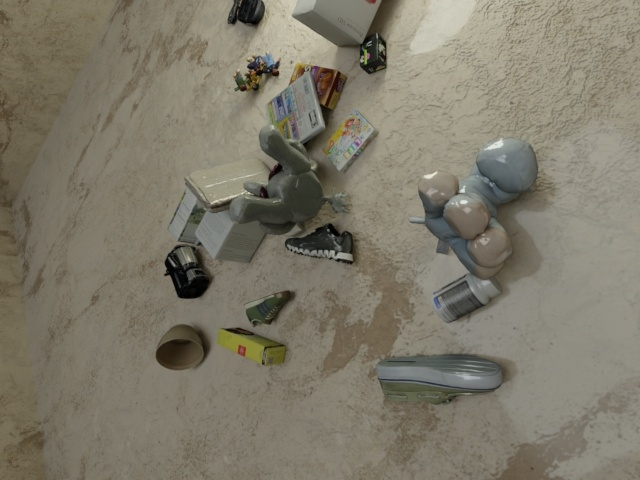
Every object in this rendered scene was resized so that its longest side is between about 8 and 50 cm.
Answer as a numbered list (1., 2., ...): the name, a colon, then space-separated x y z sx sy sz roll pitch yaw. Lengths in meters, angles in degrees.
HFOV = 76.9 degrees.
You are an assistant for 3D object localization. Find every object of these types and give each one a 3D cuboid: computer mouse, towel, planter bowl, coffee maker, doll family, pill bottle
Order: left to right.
1. planter bowl: -0.506 0.373 1.459 0.162 0.162 0.109 -52 31 20
2. coffee maker: -0.507 0.133 1.525 0.178 0.120 0.171 56 139 31
3. towel: -0.271 -0.180 1.293 0.187 0.282 0.049 46 141 32
4. computer mouse: -0.256 -0.900 1.514 0.262 0.060 0.184 33 108 48
5. doll family: -0.224 -0.591 1.430 0.193 0.076 0.111 -40 56 23
6. pill bottle: 0.322 0.120 0.893 0.137 0.078 0.078 -37 63 28

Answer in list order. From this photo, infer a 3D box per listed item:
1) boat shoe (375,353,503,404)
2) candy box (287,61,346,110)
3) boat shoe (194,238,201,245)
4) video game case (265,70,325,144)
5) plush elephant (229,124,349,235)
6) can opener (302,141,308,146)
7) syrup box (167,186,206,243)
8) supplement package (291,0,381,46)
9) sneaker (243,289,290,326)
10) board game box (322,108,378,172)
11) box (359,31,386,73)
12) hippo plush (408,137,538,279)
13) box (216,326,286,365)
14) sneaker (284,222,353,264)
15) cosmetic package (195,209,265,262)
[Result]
1. boat shoe: 0.262 0.317 0.908 0.302 0.109 0.094 -14 90 45
2. candy box: -0.018 -0.486 1.267 0.186 0.053 0.109 30 102 38
3. boat shoe: -0.423 -0.013 1.512 0.142 0.049 0.040 -37 101 33
4. video game case: -0.083 -0.385 1.247 0.193 0.023 0.213 -26 66 32
5. plush elephant: -0.108 -0.141 1.171 0.255 0.329 0.272 4 79 61
6. can opener: -0.116 -0.323 1.321 0.186 0.073 0.059 22 138 37
7. syrup box: -0.481 -0.112 1.540 0.096 0.093 0.237 39 107 35
8. supplement package: 0.077 -0.727 1.122 0.293 0.177 0.175 -65 30 11
9. sneaker: -0.160 0.219 1.265 0.192 0.064 0.086 -23 77 33
10. board game box: 0.083 -0.288 1.173 0.154 0.026 0.103 -49 58 21
11. box: 0.149 -0.529 1.144 0.062 0.052 0.084 -6 78 37
12. hippo plush: 0.352 -0.074 0.838 0.236 0.294 0.234 -38 72 -1
13. box: -0.223 0.331 1.278 0.232 0.087 0.058 10 89 37
14. sneaker: 0.000 0.000 1.165 0.234 0.078 0.106 9 86 34
15. cosmetic package: -0.290 -0.044 1.345 0.151 0.151 0.184 44 108 34
